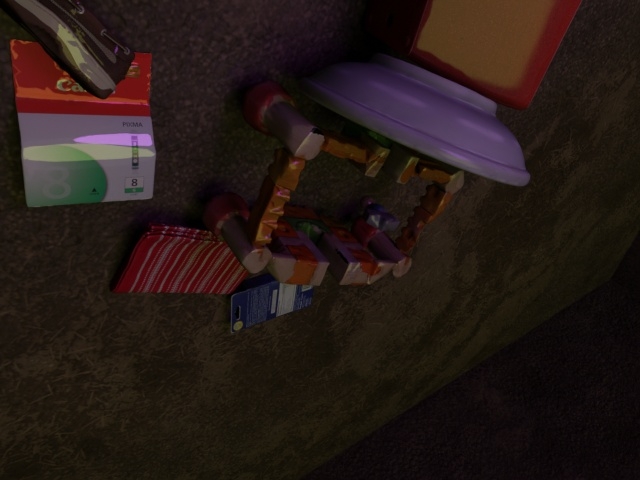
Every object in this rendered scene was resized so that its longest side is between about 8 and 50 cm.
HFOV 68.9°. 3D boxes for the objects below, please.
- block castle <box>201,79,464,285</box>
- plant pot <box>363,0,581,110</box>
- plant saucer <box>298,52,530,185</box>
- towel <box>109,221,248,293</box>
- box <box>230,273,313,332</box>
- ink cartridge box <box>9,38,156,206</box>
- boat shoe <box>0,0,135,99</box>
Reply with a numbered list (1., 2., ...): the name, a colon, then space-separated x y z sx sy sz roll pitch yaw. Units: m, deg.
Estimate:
1. block castle: 0.028 -0.095 0.903 0.453 0.213 0.303 5 122 -40
2. plant pot: 0.228 -0.400 0.766 0.236 0.267 0.267 0 127 -24
3. plant saucer: 0.166 -0.216 0.759 0.401 0.400 0.100 4 118 -41
4. towel: -0.250 0.050 0.923 0.275 0.031 0.199 7 137 -43
5. box: -0.119 0.138 1.141 0.225 0.036 0.136 -16 135 -30
6. ink cartridge box: -0.334 -0.159 0.678 0.181 0.056 0.224 -8 133 -34
7. boat shoe: -0.322 -0.292 0.545 0.095 0.095 0.257 -51 147 -12
